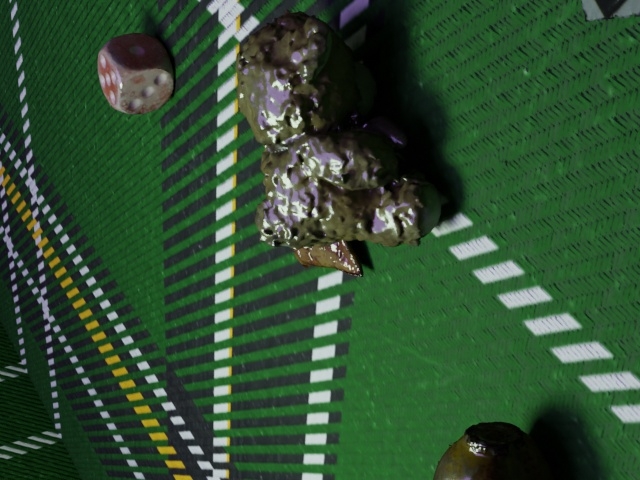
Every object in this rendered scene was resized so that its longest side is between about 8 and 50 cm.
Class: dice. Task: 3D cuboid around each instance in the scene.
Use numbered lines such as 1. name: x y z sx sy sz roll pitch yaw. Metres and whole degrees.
1. dice: -0.280 -0.253 1.769 0.094 0.093 0.091 57 150 32

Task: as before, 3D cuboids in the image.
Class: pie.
1. pie: 0.000 0.000 1.420 0.170 0.034 0.092 -1 108 65

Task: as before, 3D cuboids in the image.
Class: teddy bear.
1. teddy bear: -0.006 -0.116 1.226 0.267 0.156 0.256 12 114 63

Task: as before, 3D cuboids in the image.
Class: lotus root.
1. lotus root: 0.175 0.287 1.131 0.123 0.124 0.241 8 113 51

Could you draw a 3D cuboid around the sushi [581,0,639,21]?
1. sushi: 0.250 -0.289 0.704 0.292 0.059 0.294 6 110 64
